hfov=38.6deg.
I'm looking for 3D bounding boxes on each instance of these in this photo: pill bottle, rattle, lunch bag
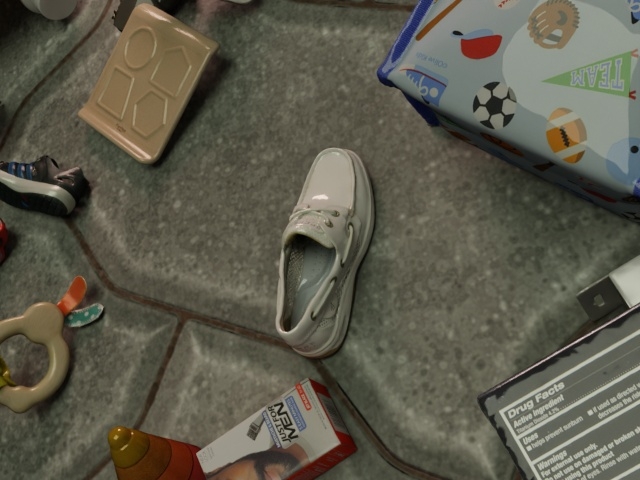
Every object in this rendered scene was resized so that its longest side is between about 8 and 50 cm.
[{"bbox_3d":[-0.485,-0.447,1.563,0.094,0.094,0.169,-46,56,2],"label":"pill bottle"},{"bbox_3d":[-0.404,0.150,1.303,0.130,0.142,0.199,28,65,2],"label":"rattle"},{"bbox_3d":[0.311,-0.250,0.970,0.328,0.239,0.385,29,93,25],"label":"lunch bag"}]

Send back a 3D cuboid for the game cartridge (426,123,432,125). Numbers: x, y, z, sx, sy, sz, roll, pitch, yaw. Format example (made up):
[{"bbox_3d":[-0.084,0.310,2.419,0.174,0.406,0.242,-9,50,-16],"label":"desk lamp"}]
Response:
[{"bbox_3d":[0.164,-0.187,1.163,0.056,0.017,0.083,-5,67,29],"label":"game cartridge"}]

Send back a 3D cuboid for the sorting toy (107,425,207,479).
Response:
[{"bbox_3d":[-0.297,0.342,1.044,0.365,0.126,0.127,-43,37,-16],"label":"sorting toy"}]

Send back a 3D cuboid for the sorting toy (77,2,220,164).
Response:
[{"bbox_3d":[-0.258,-0.237,1.378,0.193,0.038,0.208,35,96,33],"label":"sorting toy"}]

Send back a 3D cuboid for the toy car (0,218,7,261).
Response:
[{"bbox_3d":[-0.589,0.072,1.418,0.225,0.053,0.239,3,70,29],"label":"toy car"}]

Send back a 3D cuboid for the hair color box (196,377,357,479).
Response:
[{"bbox_3d":[-0.053,0.246,1.065,0.167,0.053,0.093,-36,58,10],"label":"hair color box"}]

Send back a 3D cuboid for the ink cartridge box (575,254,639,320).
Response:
[{"bbox_3d":[0.356,0.044,0.910,0.180,0.104,0.060,-33,59,12],"label":"ink cartridge box"}]

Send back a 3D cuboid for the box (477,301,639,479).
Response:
[{"bbox_3d":[0.349,0.206,0.796,0.296,0.183,0.294,-32,59,10],"label":"box"}]

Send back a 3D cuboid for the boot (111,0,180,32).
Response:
[{"bbox_3d":[-0.312,-0.408,1.474,0.137,0.077,0.198,-51,55,5],"label":"boot"}]

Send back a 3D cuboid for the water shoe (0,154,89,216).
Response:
[{"bbox_3d":[-0.442,-0.092,1.415,0.203,0.073,0.080,18,56,28],"label":"water shoe"}]

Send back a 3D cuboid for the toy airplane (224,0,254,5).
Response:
[{"bbox_3d":[-0.154,-0.540,1.316,0.386,0.272,0.384,-30,79,-11],"label":"toy airplane"}]

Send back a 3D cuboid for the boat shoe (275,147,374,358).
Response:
[{"bbox_3d":[0.000,0.000,1.117,0.098,0.096,0.277,-4,67,27],"label":"boat shoe"}]
